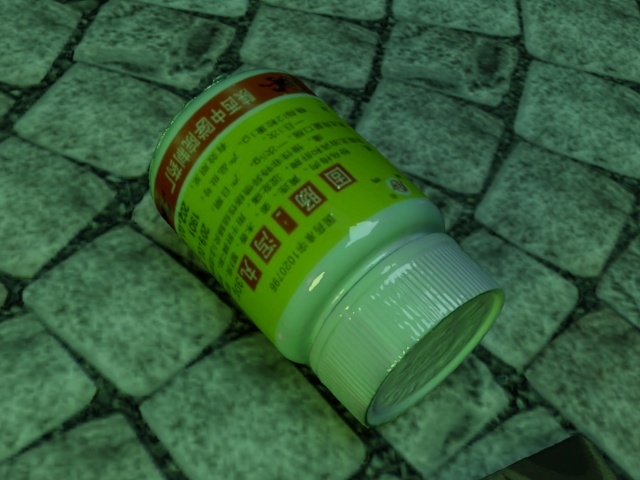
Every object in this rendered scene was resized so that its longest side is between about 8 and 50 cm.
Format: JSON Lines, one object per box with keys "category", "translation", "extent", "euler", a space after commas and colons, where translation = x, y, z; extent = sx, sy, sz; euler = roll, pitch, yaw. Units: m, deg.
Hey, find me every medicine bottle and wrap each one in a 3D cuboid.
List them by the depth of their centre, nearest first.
{"category": "medicine bottle", "translation": [0.000, 0.000, 0.590], "extent": [0.139, 0.139, 0.225], "euler": [-29, 62, -31]}

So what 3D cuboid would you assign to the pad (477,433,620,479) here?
{"category": "pad", "translation": [0.171, 0.269, 0.473], "extent": [0.220, 0.004, 0.330], "euler": [-14, 55, -32]}
